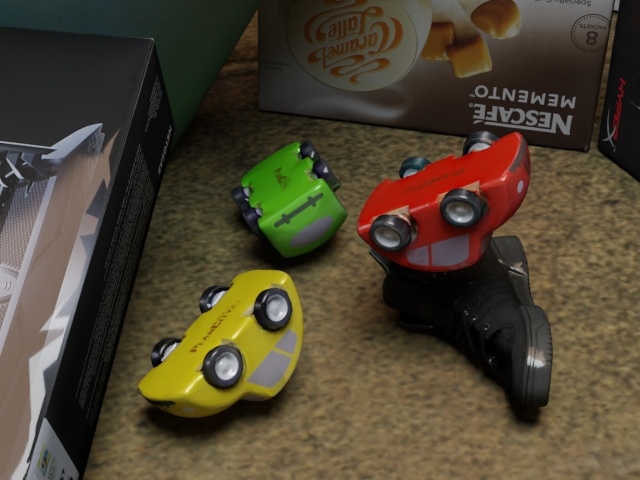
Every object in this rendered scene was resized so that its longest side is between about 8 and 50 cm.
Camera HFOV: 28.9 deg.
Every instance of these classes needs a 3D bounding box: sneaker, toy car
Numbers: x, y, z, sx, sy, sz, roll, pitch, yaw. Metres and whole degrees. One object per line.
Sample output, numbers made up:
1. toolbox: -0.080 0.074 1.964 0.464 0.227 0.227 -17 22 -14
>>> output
1. sneaker: 0.077 0.037 0.713 0.089 0.051 0.170 0 32 -1
2. toy car: 0.000 0.000 0.721 0.239 0.053 0.225 -34 24 2

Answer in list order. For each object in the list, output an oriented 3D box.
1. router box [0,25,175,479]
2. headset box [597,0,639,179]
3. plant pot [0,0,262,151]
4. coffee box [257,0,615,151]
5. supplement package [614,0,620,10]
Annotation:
1. router box: -0.223 0.032 0.597 0.243 0.081 0.308 7 59 7
2. headset box: 0.311 -0.089 0.745 0.110 0.218 0.293 -18 41 -22
3. plant pot: -0.150 -0.222 0.748 0.341 0.334 0.341 14 48 -16
4. coffee box: 0.084 -0.161 0.904 0.247 0.141 0.098 9 37 9
5. supplement package: 0.330 -0.346 1.031 0.175 0.292 0.177 16 40 20
